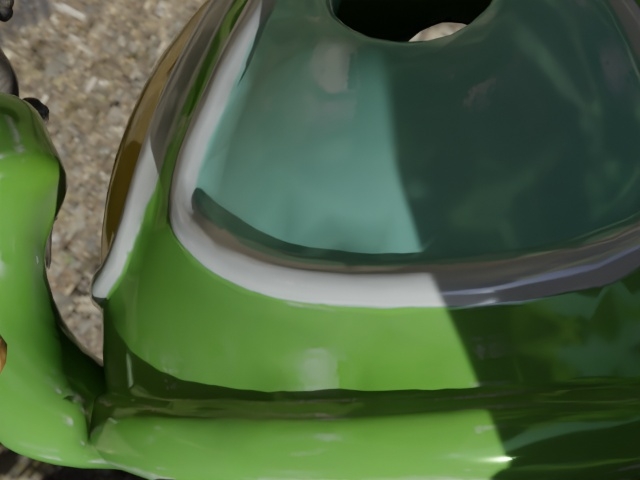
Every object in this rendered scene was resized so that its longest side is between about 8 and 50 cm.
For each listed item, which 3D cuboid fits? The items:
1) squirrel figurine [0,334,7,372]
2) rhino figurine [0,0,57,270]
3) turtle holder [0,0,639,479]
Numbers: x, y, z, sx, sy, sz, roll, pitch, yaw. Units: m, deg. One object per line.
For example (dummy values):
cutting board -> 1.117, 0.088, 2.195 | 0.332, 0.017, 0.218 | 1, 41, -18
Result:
squirrel figurine -> -0.283, 0.098, 0.433 | 0.397, 0.370, 0.281 | 76, 21, -47
rhino figurine -> -0.248, -0.083, 0.941 | 0.106, 0.073, 0.243 | -83, 160, -64
turtle holder -> 0.015, -0.001, 0.488 | 0.243, 0.320, 0.227 | -2, 89, -56
